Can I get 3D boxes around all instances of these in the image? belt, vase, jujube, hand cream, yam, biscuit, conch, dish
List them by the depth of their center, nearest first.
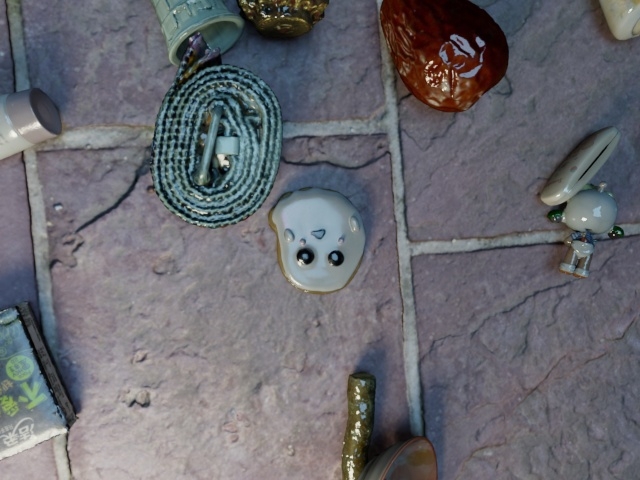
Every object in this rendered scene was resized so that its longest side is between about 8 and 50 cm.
[{"bbox_3d":[-0.567,-0.180,0.759,0.247,0.083,0.133,-19,92,1],"label":"hand cream"},{"bbox_3d":[-0.260,-0.463,0.770,0.143,0.143,0.299,-29,94,-8],"label":"vase"},{"bbox_3d":[-0.167,-0.163,0.779,0.206,0.160,0.295,17,89,-10],"label":"belt"},{"bbox_3d":[0.219,-0.360,0.846,0.190,0.190,0.255,-37,80,-7],"label":"jujube"},{"bbox_3d":[0.122,0.482,0.849,0.260,0.085,0.261,-7,99,-51],"label":"dish"},{"bbox_3d":[0.000,0.000,0.870,0.180,0.049,0.208,-10,92,-8],"label":"biscuit"},{"bbox_3d":[0.071,0.383,0.887,0.061,0.061,0.253,4,92,-10],"label":"yam"},{"bbox_3d":[0.631,-0.528,0.923,0.158,0.127,0.255,-33,96,-7],"label":"conch"}]

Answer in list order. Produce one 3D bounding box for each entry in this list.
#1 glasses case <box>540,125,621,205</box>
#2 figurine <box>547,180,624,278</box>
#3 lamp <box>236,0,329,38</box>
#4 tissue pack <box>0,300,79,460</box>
[{"bbox_3d":[0.530,-0.152,0.940,0.051,0.081,0.204,43,83,-6],"label":"glasses case"},{"bbox_3d":[0.539,-0.024,0.943,0.147,0.093,0.197,17,97,12],"label":"figurine"},{"bbox_3d":[-0.068,-0.495,0.789,0.176,0.177,0.274,-3,90,-10],"label":"lamp"},{"bbox_3d":[-0.538,0.240,0.770,0.173,0.073,0.236,-22,95,-8],"label":"tissue pack"}]
